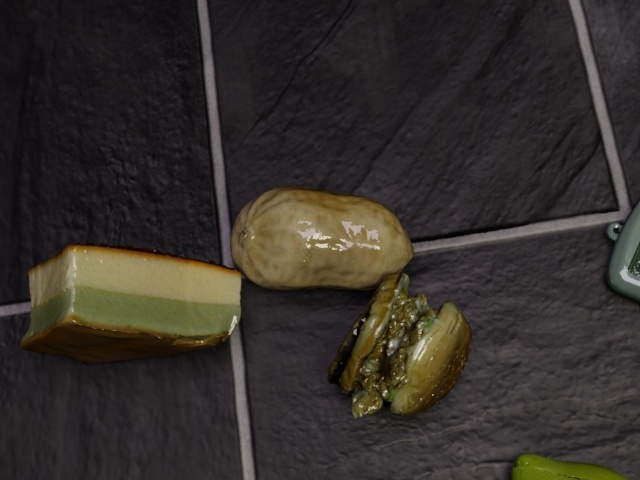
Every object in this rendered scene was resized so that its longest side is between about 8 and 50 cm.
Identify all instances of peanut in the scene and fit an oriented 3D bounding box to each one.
[{"bbox_3d":[0.000,0.000,1.244,0.224,0.129,0.129,0,71,6],"label":"peanut"}]

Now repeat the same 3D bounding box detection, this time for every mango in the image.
[{"bbox_3d":[0.287,0.286,1.142,0.165,0.074,0.091,25,80,26],"label":"mango"}]

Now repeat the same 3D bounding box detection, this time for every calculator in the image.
[{"bbox_3d":[0.454,0.035,1.225,0.246,0.045,0.141,25,75,15],"label":"calculator"}]

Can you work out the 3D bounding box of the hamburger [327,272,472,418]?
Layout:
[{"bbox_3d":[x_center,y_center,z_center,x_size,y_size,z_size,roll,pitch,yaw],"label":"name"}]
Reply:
[{"bbox_3d":[0.091,0.132,1.174,0.131,0.159,0.185,33,58,13],"label":"hamburger"}]

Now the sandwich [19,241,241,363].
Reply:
[{"bbox_3d":[-0.229,0.082,1.241,0.220,0.186,0.108,10,70,-32],"label":"sandwich"}]

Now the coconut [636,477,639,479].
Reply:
[{"bbox_3d":[0.327,0.367,0.905,0.281,0.328,0.329,-18,68,20],"label":"coconut"}]
